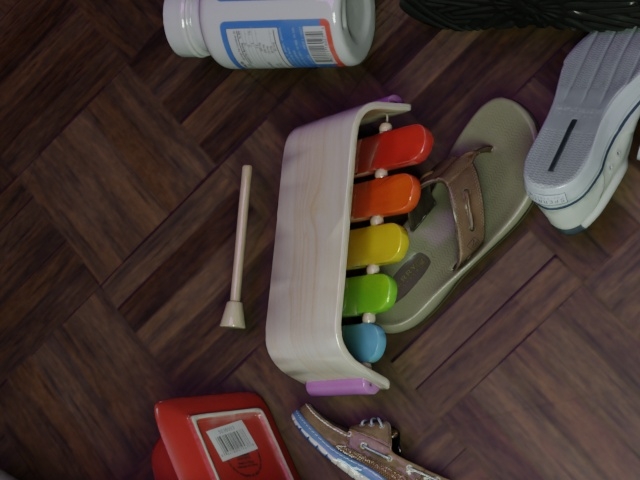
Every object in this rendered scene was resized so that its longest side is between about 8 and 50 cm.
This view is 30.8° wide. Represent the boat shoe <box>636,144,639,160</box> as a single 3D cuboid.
[{"bbox_3d":[0.389,-0.185,1.137,0.084,0.095,0.258,20,90,14],"label":"boat shoe"}]

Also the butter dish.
[{"bbox_3d":[-0.111,0.248,1.196,0.118,0.160,0.160,-42,63,33],"label":"butter dish"}]

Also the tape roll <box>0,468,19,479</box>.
[{"bbox_3d":[-0.393,0.350,1.213,0.169,0.246,0.246,24,86,27],"label":"tape roll"}]

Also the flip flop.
[{"bbox_3d":[0.127,-0.025,1.193,0.112,0.080,0.277,42,96,30],"label":"flip flop"}]

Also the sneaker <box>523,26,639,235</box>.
[{"bbox_3d":[0.276,-0.119,1.160,0.094,0.091,0.258,18,62,36],"label":"sneaker"}]

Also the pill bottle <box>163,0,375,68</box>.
[{"bbox_3d":[-0.060,-0.256,1.311,0.221,0.124,0.124,3,77,23],"label":"pill bottle"}]

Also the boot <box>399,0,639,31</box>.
[{"bbox_3d":[0.238,-0.357,1.180,0.348,0.131,0.260,8,79,40],"label":"boot"}]

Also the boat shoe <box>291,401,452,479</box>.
[{"bbox_3d":[0.054,0.214,1.173,0.183,0.066,0.066,36,86,16],"label":"boat shoe"}]

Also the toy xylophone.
[{"bbox_3d":[0.000,0.000,1.218,0.236,0.081,0.322,1,79,52],"label":"toy xylophone"}]
